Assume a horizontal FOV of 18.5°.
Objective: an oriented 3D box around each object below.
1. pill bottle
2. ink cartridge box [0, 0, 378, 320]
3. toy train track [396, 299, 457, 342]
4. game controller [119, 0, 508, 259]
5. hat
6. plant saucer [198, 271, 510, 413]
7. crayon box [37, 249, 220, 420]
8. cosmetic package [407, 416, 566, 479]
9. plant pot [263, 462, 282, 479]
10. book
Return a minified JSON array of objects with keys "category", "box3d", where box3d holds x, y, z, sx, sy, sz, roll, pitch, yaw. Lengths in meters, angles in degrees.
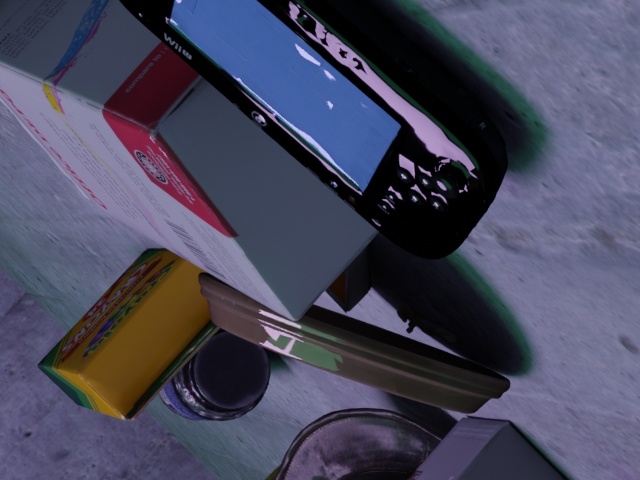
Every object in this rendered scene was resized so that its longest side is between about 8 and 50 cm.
[{"category":"pill bottle","box3d":[-0.130,0.160,2.410,0.123,0.123,0.219,44,167,-7]},{"category":"ink cartridge box","box3d":[-0.117,-0.091,1.555,0.306,0.131,0.226,28,161,49]},{"category":"toy train track","box3d":[0.091,0.078,1.738,0.048,0.014,0.083,50,164,-31]},{"category":"game controller","box3d":[-0.018,-0.117,1.268,0.319,0.067,0.166,42,145,6]},{"category":"hat","box3d":[0.076,0.337,2.001,0.331,0.134,0.331,15,125,23]},{"category":"plant saucer","box3d":[0.024,0.088,1.653,0.278,0.041,0.278,20,180,0]},{"category":"crayon box","box3d":[-0.211,0.106,2.308,0.081,0.202,0.318,46,166,-13]},{"category":"cosmetic package","box3d":[0.204,0.282,1.870,0.238,0.107,0.127,48,165,-11]},{"category":"plant pot","box3d":[0.108,0.461,2.273,0.353,0.366,0.366,18,154,36]},{"category":"book","box3d":[0.000,0.000,1.722,0.096,0.035,0.144,43,167,14]}]
